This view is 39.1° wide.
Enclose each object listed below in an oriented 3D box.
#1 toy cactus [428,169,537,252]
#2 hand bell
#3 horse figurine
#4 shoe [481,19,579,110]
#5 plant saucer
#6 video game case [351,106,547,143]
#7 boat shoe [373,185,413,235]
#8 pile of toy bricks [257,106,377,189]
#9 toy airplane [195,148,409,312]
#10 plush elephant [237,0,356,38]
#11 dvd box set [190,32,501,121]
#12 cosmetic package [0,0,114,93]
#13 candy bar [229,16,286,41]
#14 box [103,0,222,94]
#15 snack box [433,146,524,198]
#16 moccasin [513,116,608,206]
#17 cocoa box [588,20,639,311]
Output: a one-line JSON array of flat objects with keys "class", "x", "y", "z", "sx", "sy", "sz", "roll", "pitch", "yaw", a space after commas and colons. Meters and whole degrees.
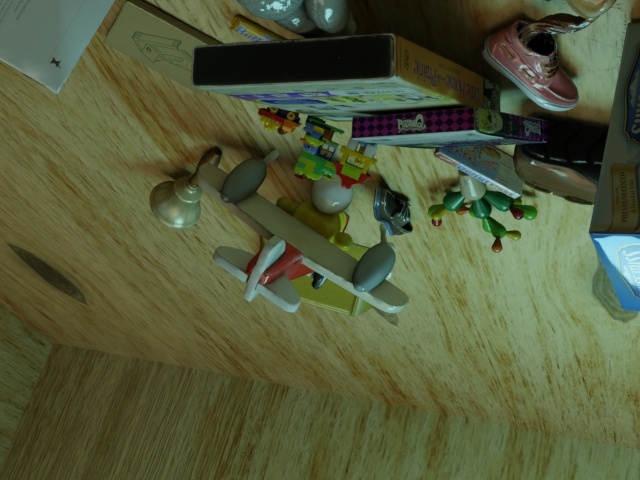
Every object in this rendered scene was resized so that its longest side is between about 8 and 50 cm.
[{"class": "toy cactus", "x": 0.295, "y": -0.068, "z": 1.724, "sx": 0.219, "sy": 0.112, "sz": 0.180, "roll": 11, "pitch": 147, "yaw": 35}, {"class": "hand bell", "x": -0.273, "y": -0.132, "z": 1.981, "sx": 0.126, "sy": 0.126, "sz": 0.242, "roll": 27, "pitch": 142, "yaw": -19}, {"class": "horse figurine", "x": 0.325, "y": -0.344, "z": 1.138, "sx": 0.174, "sy": 0.066, "sz": 0.263, "roll": 19, "pitch": 154, "yaw": 12}, {"class": "shoe", "x": 0.328, "y": -0.255, "z": 1.323, "sx": 0.178, "sy": 0.063, "sz": 0.081, "roll": 30, "pitch": 158, "yaw": -17}, {"class": "plant saucer", "x": -0.006, "y": 0.090, "z": 2.270, "sx": 0.333, "sy": 0.081, "sz": 0.332, "roll": 16, "pitch": 157, "yaw": 4}, {"class": "video game case", "x": 0.202, "y": -0.173, "z": 1.414, "sx": 0.232, "sy": 0.041, "sz": 0.210, "roll": 2, "pitch": -179, "yaw": 43}, {"class": "boat shoe", "x": 0.154, "y": -0.063, "z": 1.865, "sx": 0.066, "sy": 0.066, "sz": 0.183, "roll": 3, "pitch": 162, "yaw": 17}, {"class": "pile of toy bricks", "x": -0.009, "y": -0.147, "z": 1.510, "sx": 0.212, "sy": 0.105, "sz": 0.118, "roll": 24, "pitch": -168, "yaw": 8}, {"class": "toy airplane", "x": -0.036, "y": -0.018, "z": 1.798, "sx": 0.386, "sy": 0.272, "sz": 0.384, "roll": 21, "pitch": -161, "yaw": -32}, {"class": "plush elephant", "x": -0.011, "y": -0.397, "z": 1.056, "sx": 0.255, "sy": 0.330, "sz": 0.272, "roll": -35, "pitch": 91, "yaw": 21}, {"class": "dvd box set", "x": 0.057, "y": -0.228, "z": 1.326, "sx": 0.308, "sy": 0.062, "sz": 0.420, "roll": 3, "pitch": -178, "yaw": 29}, {"class": "cosmetic package", "x": -0.353, "y": -0.416, "z": 1.099, "sx": 0.284, "sy": 0.377, "sz": 0.097, "roll": 31, "pitch": -169, "yaw": -24}, {"class": "candy bar", "x": -0.078, "y": -0.328, "z": 1.500, "sx": 0.161, "sy": 0.018, "sz": 0.040, "roll": 24, "pitch": 155, "yaw": -17}, {"class": "box", "x": -0.272, "y": -0.343, "z": 1.597, "sx": 0.201, "sy": 0.021, "sz": 0.164, "roll": 26, "pitch": 155, "yaw": -19}, {"class": "snack box", "x": 0.286, "y": -0.141, "z": 1.595, "sx": 0.178, "sy": 0.064, "sz": 0.022, "roll": 25, "pitch": 158, "yaw": -17}, {"class": "moccasin", "x": 0.502, "y": -0.090, "z": 1.469, "sx": 0.380, "sy": 0.139, "sz": 0.147, "roll": 11, "pitch": 156, "yaw": 15}, {"class": "cocoa box", "x": 0.513, "y": -0.098, "z": 1.189, "sx": 0.228, "sy": 0.347, "sz": 0.231, "roll": 2, "pitch": 151, "yaw": 32}]
